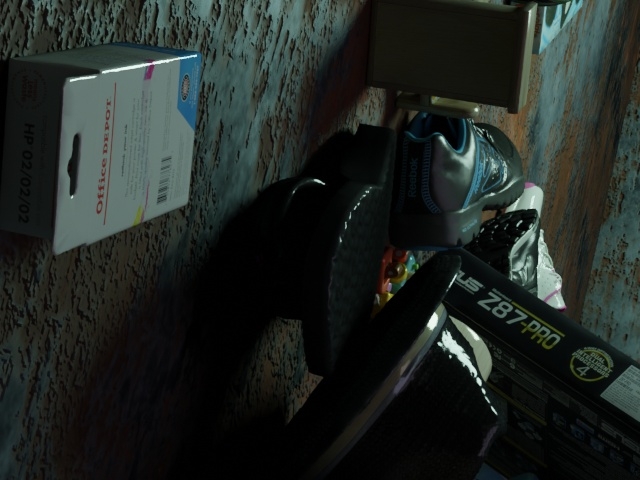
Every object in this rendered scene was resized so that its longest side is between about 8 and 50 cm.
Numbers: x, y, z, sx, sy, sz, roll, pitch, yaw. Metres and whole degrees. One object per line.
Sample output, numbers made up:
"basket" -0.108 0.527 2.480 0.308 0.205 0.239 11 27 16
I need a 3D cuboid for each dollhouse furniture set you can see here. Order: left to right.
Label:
"dollhouse furniture set" 0.166 -0.231 1.559 0.242 0.161 0.212 -46 143 -60

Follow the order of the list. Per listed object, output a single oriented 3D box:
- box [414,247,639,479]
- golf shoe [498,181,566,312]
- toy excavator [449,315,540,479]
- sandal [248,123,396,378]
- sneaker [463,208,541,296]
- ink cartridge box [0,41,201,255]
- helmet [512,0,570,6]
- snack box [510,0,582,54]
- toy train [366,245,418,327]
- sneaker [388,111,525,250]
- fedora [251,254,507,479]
"box" 0.289 0.219 1.850 0.097 0.395 0.318 -39 143 -25
"golf shoe" 0.332 0.056 2.303 0.115 0.140 0.306 54 48 -65
"toy excavator" 0.143 0.322 1.772 0.433 0.445 0.222 -36 -164 46
"sandal" 0.000 0.002 1.321 0.446 0.107 0.167 -65 160 -73
"sneaker" 0.263 0.063 2.072 0.124 0.107 0.283 66 31 -23
"ink cartridge box" -0.138 -0.060 0.872 0.181 0.062 0.104 -30 129 -68
"helmet" 0.278 -0.372 1.823 0.169 0.162 0.169 11 90 -73
"snack box" 0.352 -0.413 2.201 0.322 0.060 0.187 -46 143 -60
"toy train" 0.092 0.038 1.688 0.166 0.046 0.125 -43 141 -62
"sneaker" 0.168 -0.099 1.717 0.341 0.125 0.139 -48 137 -65
"fedora" 0.074 0.168 1.322 0.334 0.152 0.334 -52 180 0
